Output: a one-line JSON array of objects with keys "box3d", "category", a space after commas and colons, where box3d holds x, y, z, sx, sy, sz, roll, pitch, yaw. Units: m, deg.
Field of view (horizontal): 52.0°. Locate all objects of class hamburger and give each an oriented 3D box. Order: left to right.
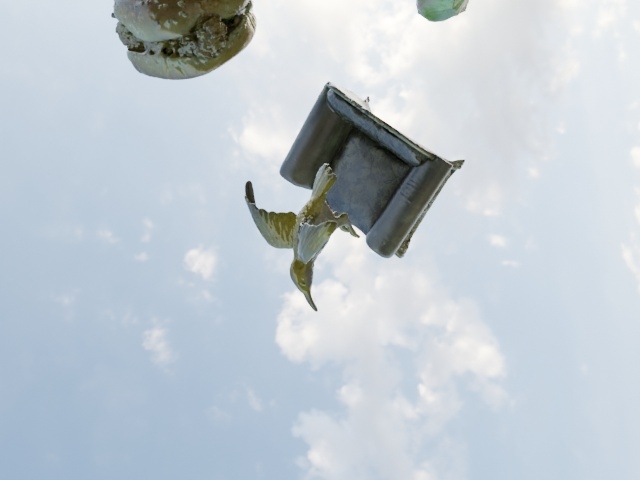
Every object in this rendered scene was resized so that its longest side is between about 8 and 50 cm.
[{"box3d": [-0.189, -0.323, 0.935, 0.189, 0.215, 0.122, -40, -42, -26], "category": "hamburger"}]

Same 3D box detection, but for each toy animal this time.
[{"box3d": [0.000, 0.000, 0.748, 0.095, 0.219, 0.155, -28, -71, -18], "category": "toy animal"}]

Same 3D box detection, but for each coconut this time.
[{"box3d": [0.169, -0.345, 0.916, 0.081, 0.082, 0.083, 21, -142, 17], "category": "coconut"}]

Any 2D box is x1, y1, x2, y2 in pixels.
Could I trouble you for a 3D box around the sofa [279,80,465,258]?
[{"box3d": [0.065, -0.110, 1.045, 0.258, 0.200, 0.182, 41, -157, 26], "category": "sofa"}]
